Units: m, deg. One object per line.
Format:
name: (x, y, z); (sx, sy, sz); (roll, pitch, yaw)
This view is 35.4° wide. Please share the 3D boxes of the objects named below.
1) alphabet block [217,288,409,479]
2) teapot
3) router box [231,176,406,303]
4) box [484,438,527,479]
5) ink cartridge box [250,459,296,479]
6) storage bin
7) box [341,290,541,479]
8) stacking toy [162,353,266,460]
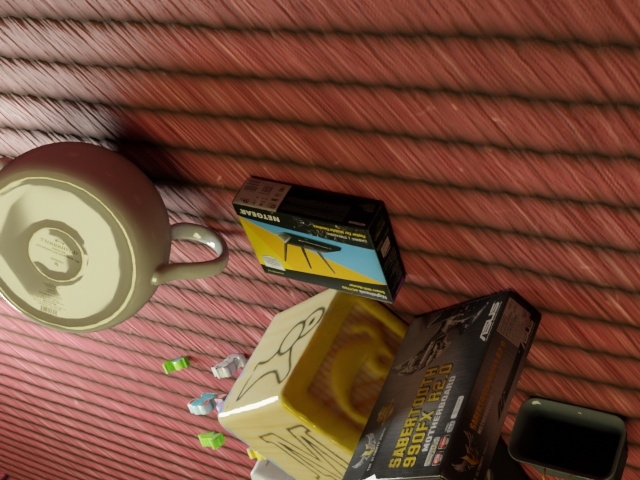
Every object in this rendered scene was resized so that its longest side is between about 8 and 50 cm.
alphabet block: (0.017, 0.195, 1.289); (0.193, 0.192, 0.197); (37, 151, -14)
teapot: (-0.283, -0.019, 1.253); (0.252, 0.187, 0.256); (-25, 105, 24)
router box: (0.000, 0.000, 1.153); (0.178, 0.046, 0.133); (12, 145, 29)
box: (0.193, 0.372, 1.436); (0.165, 0.143, 0.270); (1, 138, 41)
ink cartridge box: (0.051, 0.442, 1.682); (0.306, 0.131, 0.226); (21, 148, 15)
storage bin: (0.312, 0.265, 1.234); (0.135, 0.098, 0.091); (8, 153, 34)
box: (0.134, 0.178, 1.115); (0.056, 0.231, 0.183); (38, 150, -19)
stacking toy: (-0.169, 0.271, 1.639); (0.221, 0.052, 0.167); (-8, 108, 48)
